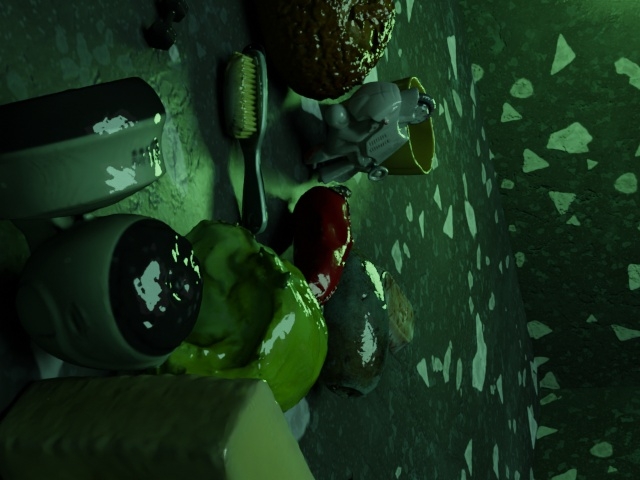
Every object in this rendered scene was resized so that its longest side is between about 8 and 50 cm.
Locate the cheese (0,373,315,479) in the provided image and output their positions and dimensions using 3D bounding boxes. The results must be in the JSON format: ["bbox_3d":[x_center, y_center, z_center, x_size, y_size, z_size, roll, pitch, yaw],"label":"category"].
[{"bbox_3d":[-0.147,0.244,0.798,0.124,0.265,0.243,-61,139,-51],"label":"cheese"}]

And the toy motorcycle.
[{"bbox_3d":[0.072,-0.199,1.479,0.170,0.260,0.110,25,43,-40],"label":"toy motorcycle"}]

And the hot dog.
[{"bbox_3d":[0.134,0.150,1.747,0.268,0.075,0.144,59,38,-52],"label":"hot dog"}]

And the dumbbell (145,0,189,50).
[{"bbox_3d":[-0.203,-0.291,1.101,0.036,0.040,0.083,32,49,-25],"label":"dumbbell"}]

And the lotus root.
[{"bbox_3d":[0.055,0.120,1.483,0.158,0.139,0.322,44,42,-56],"label":"lotus root"}]

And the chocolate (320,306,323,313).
[{"bbox_3d":[-0.029,0.139,1.361,0.072,0.072,0.167,23,66,-65],"label":"chocolate"}]

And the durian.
[{"bbox_3d":[-0.090,0.106,1.062,0.339,0.204,0.256,42,35,-59],"label":"durian"}]

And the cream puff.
[{"bbox_3d":[0.016,-0.400,1.431,0.303,0.212,0.303,23,64,-59],"label":"cream puff"}]

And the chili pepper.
[{"bbox_3d":[0.000,0.000,1.376,0.388,0.110,0.110,-85,158,-58],"label":"chili pepper"}]

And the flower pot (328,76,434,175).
[{"bbox_3d":[0.121,-0.220,1.672,0.195,0.179,0.195,-6,90,-66],"label":"flower pot"}]

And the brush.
[{"bbox_3d":[-0.117,-0.155,1.253,0.060,0.068,0.297,1,85,-48],"label":"brush"}]

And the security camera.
[{"bbox_3d":[-0.219,-0.003,0.793,0.197,0.191,0.277,-43,124,-64],"label":"security camera"}]

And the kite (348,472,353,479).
[{"bbox_3d":[0.041,0.577,1.335,0.368,0.014,0.406,-88,179,-81],"label":"kite"}]
